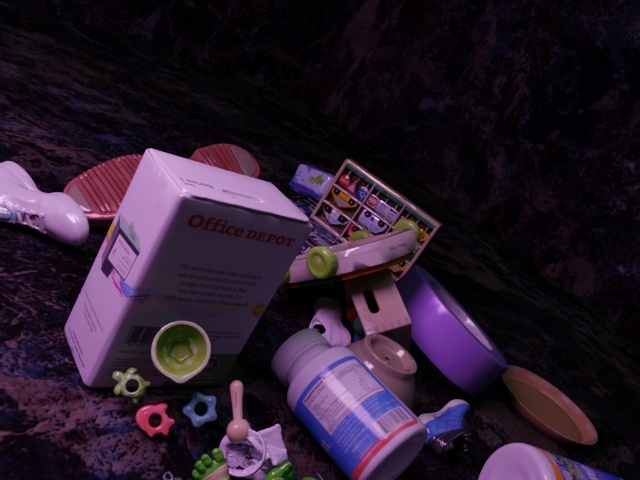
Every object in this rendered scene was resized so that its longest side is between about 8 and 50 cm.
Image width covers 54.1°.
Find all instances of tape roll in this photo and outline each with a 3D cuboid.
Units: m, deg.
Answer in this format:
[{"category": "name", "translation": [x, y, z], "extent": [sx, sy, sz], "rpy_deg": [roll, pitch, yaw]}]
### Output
[{"category": "tape roll", "translation": [0.254, 0.179, 1.271], "extent": [0.275, 0.090, 0.275], "rpy_deg": [46, 10, -11]}]

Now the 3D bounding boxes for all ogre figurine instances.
[{"category": "ogre figurine", "translation": [-0.061, 0.284, 0.653], "extent": [0.197, 0.097, 0.118], "rpy_deg": [37, -5, -32]}]

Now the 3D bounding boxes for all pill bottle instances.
[{"category": "pill bottle", "translation": [0.372, 0.400, 0.898], "extent": [0.271, 0.152, 0.152], "rpy_deg": [24, 20, -19]}, {"category": "pill bottle", "translation": [0.031, 0.228, 0.875], "extent": [0.124, 0.124, 0.221], "rpy_deg": [6, 30, -51]}]

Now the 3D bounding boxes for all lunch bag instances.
[{"category": "lunch bag", "translation": [0.027, -0.126, 1.758], "extent": [0.219, 0.090, 0.176], "rpy_deg": [30, 0, -44]}]

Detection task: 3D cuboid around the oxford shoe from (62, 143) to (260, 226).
[{"category": "oxford shoe", "translation": [-0.293, -0.074, 1.187], "extent": [0.396, 0.147, 0.141], "rpy_deg": [-15, 62, -42]}]

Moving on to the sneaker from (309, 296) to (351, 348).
[{"category": "sneaker", "translation": [0.009, 0.148, 1.157], "extent": [0.061, 0.054, 0.152], "rpy_deg": [18, 22, -24]}]

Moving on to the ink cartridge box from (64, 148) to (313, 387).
[{"category": "ink cartridge box", "translation": [-0.169, 0.046, 0.797], "extent": [0.201, 0.278, 0.117], "rpy_deg": [12, 26, -44]}]

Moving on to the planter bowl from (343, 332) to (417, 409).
[{"category": "planter bowl", "translation": [0.086, 0.219, 1.004], "extent": [0.162, 0.109, 0.162], "rpy_deg": [26, 19, -10]}]

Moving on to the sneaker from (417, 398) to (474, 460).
[{"category": "sneaker", "translation": [0.223, 0.316, 1.034], "extent": [0.152, 0.058, 0.084], "rpy_deg": [1, 28, -48]}]

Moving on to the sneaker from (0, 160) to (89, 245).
[{"category": "sneaker", "translation": [-0.451, -0.045, 0.953], "extent": [0.212, 0.080, 0.094], "rpy_deg": [29, 29, 18]}]

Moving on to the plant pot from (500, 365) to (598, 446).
[{"category": "plant pot", "translation": [0.487, 0.363, 1.359], "extent": [0.236, 0.032, 0.236], "rpy_deg": [28, 18, -10]}]

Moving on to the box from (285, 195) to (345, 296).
[{"category": "box", "translation": [0.000, 0.000, 1.495], "extent": [0.295, 0.073, 0.293], "rpy_deg": [37, 20, 18]}]

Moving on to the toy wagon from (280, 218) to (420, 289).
[{"category": "toy wagon", "translation": [0.018, 0.033, 1.191], "extent": [0.267, 0.344, 0.068], "rpy_deg": [-16, 92, -45]}]

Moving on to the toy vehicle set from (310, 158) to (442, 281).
[{"category": "toy vehicle set", "translation": [0.124, -0.046, 1.440], "extent": [0.266, 0.166, 0.035], "rpy_deg": [37, 20, 15]}]

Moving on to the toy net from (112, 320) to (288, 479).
[{"category": "toy net", "translation": [-0.129, 0.209, 0.730], "extent": [0.232, 0.122, 0.045], "rpy_deg": [48, -24, 0]}]

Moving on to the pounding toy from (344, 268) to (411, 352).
[{"category": "pounding toy", "translation": [0.092, 0.145, 1.173], "extent": [0.094, 0.206, 0.181], "rpy_deg": [-15, 52, -7]}]
